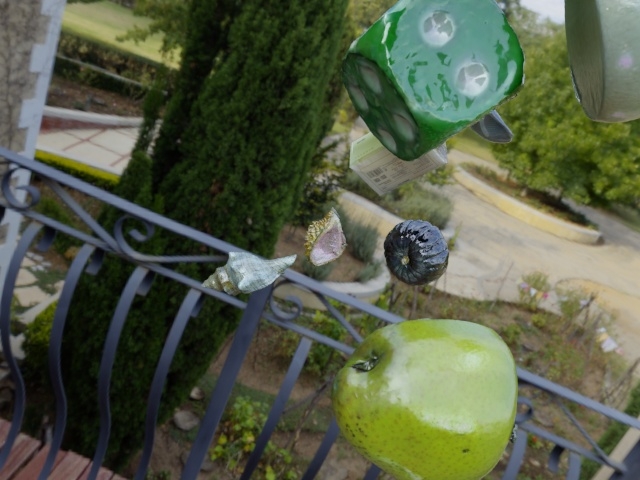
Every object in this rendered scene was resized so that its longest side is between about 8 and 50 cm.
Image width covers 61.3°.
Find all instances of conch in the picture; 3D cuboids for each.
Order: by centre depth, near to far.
[{"bbox_3d":[-0.289,0.119,2.093,0.169,0.386,0.203,47,26,-40],"label":"conch"}]

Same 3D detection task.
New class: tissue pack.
[{"bbox_3d":[0.217,-0.248,1.531,0.159,0.234,0.125,38,42,-32],"label":"tissue pack"}]

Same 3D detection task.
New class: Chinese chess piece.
[{"bbox_3d":[0.576,-0.405,1.040,0.146,0.349,0.349,-10,14,16],"label":"Chinese chess piece"}]

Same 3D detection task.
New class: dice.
[{"bbox_3d":[0.238,-0.364,1.184,0.300,0.287,0.297,54,-10,-5],"label":"dice"}]

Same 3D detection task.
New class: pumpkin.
[{"bbox_3d":[0.310,0.039,1.747,0.220,0.220,0.162,32,38,24],"label":"pumpkin"}]

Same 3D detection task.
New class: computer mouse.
[{"bbox_3d":[0.455,-0.407,1.612,0.379,0.090,0.167,39,25,-35],"label":"computer mouse"}]

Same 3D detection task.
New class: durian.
[{"bbox_3d":[-0.005,0.014,2.363,0.185,0.305,0.196,23,58,15],"label":"durian"}]

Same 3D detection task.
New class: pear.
[{"bbox_3d":[0.175,0.316,1.036,0.318,0.342,0.238,19,24,-14],"label":"pear"}]
